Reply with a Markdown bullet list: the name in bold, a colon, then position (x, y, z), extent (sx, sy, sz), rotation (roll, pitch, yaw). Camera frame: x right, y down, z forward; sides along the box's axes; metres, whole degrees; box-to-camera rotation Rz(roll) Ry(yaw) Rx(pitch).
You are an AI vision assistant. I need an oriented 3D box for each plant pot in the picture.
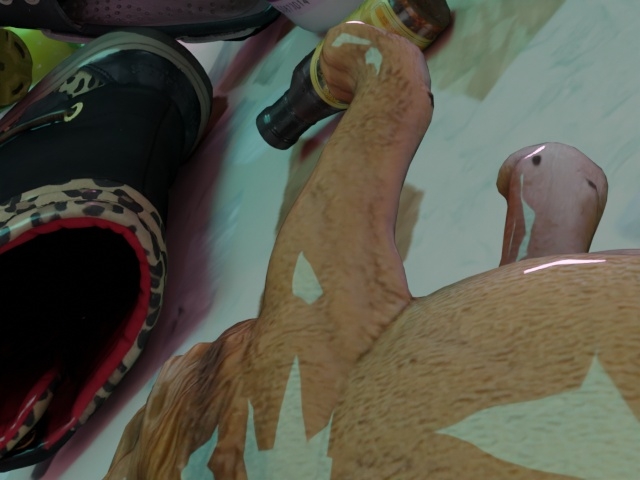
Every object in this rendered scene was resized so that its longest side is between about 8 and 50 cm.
- **plant pot**: position (-0.235, -0.112, 1.088), extent (0.079, 0.083, 0.083), rotation (-6, 47, 39)

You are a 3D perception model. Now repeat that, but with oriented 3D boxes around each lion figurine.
- **lion figurine**: position (0.076, 0.049, 0.375), extent (0.392, 0.142, 0.240), rotation (-21, 44, 48)

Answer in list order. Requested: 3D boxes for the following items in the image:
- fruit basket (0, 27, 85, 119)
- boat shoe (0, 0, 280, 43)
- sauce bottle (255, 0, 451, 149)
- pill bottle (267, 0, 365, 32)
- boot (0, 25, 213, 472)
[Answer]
- **fruit basket**: position (-0.252, -0.245, 1.477), extent (0.353, 0.165, 0.327), rotation (-37, 45, 19)
- **boat shoe**: position (-0.169, -0.191, 1.109), extent (0.091, 0.302, 0.114), rotation (-136, 46, -75)
- **sauce bottle**: position (0.015, -0.094, 0.890), extent (0.128, 0.042, 0.042), rotation (-41, 22, 34)
- **pill bottle**: position (-0.062, -0.279, 0.985), extent (0.169, 0.301, 0.169), rotation (-44, 22, 22)
- **boot**: position (-0.217, 0.046, 1.026), extent (0.377, 0.138, 0.284), rotation (-40, 20, 14)
